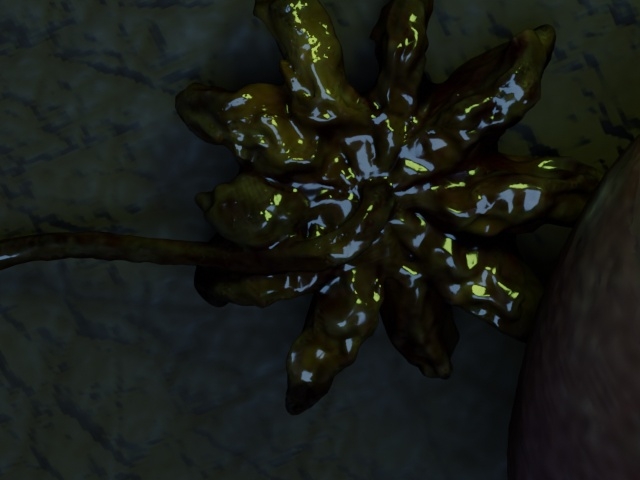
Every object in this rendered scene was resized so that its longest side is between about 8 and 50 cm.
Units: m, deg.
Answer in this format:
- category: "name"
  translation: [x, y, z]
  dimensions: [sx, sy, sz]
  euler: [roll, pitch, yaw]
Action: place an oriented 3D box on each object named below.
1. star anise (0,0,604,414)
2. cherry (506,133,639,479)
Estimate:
- category: "star anise"
  translation: [-0.002, 0.001, 0.664]
  dimensions: [0.234, 0.073, 0.177]
  euler: [-39, 100, 18]
- category: "cherry"
  translation: [0.189, 0.043, 0.607]
  dimensions: [0.236, 0.213, 0.285]
  euler: [28, 122, -15]
